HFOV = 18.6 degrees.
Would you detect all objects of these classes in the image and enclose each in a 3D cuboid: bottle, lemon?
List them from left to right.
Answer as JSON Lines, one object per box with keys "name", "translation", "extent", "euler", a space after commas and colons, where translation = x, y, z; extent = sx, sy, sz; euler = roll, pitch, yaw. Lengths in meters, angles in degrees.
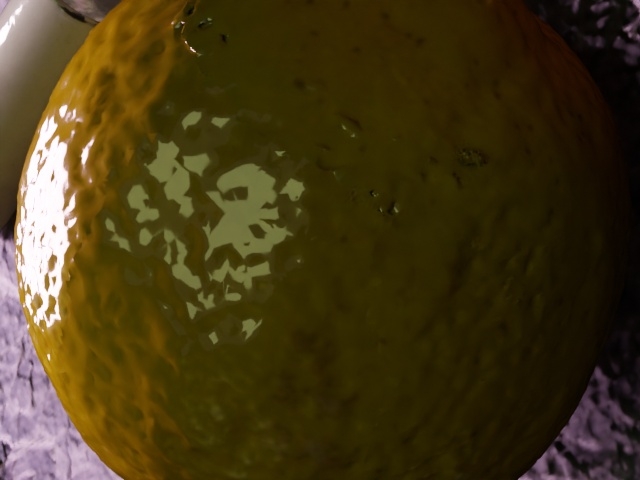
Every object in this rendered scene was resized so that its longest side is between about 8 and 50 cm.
{"name": "bottle", "translation": [-0.184, -0.075, 1.151], "extent": [0.201, 0.072, 0.072], "euler": [-51, 60, 30]}
{"name": "lemon", "translation": [0.001, -0.001, 0.860], "extent": [0.293, 0.293, 0.293], "euler": [2, 92, 42]}
